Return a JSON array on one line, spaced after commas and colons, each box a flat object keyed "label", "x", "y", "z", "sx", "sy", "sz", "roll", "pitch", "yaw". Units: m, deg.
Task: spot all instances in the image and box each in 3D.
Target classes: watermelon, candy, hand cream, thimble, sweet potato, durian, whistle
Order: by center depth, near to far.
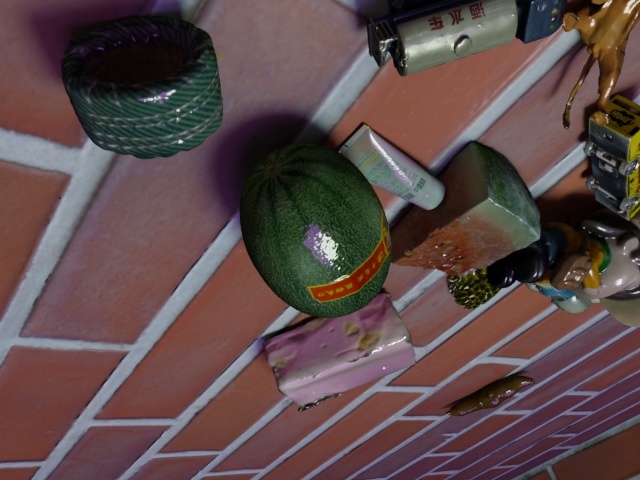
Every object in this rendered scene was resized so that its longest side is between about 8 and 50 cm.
[{"label": "thimble", "x": -0.160, "y": -0.140, "z": 0.559, "sx": 0.135, "sy": 0.118, "sz": 0.090, "roll": -12, "pitch": 144, "yaw": -10}, {"label": "hand cream", "x": 0.097, "y": -0.094, "z": 0.819, "sx": 0.174, "sy": 0.047, "sz": 0.076, "roll": 23, "pitch": 129, "yaw": -34}, {"label": "watermelon", "x": 0.206, "y": -0.012, "z": 0.935, "sx": 0.193, "sy": 0.139, "sz": 0.257, "roll": 25, "pitch": 135, "yaw": -36}, {"label": "durian", "x": 0.302, "y": 0.055, "z": 1.113, "sx": 0.100, "sy": 0.086, "sz": 0.215, "roll": -33, "pitch": 168, "yaw": -48}, {"label": "candy", "x": 0.041, "y": 0.211, "z": 1.143, "sx": 0.265, "sy": 0.115, "sz": 0.155, "roll": -22, "pitch": 145, "yaw": 5}, {"label": "whistle", "x": 0.487, "y": 0.091, "z": 1.235, "sx": 0.114, "sy": 0.077, "sz": 0.236, "roll": -12, "pitch": 151, "yaw": 44}, {"label": "sweet potato", "x": 0.483, "y": 0.452, "z": 1.738, "sx": 0.274, "sy": 0.067, "sz": 0.067, "roll": -31, "pitch": 144, "yaw": 17}]

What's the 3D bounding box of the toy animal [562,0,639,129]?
[{"label": "toy animal", "x": 0.335, "y": -0.238, "z": 0.701, "sx": 0.116, "sy": 0.114, "sz": 0.255, "roll": -51, "pitch": 169, "yaw": -36}]

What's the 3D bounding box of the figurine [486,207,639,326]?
[{"label": "figurine", "x": 0.449, "y": 0.016, "z": 1.025, "sx": 0.332, "sy": 0.204, "sz": 0.185, "roll": 18, "pitch": 164, "yaw": -21}]

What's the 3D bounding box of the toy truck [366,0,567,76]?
[{"label": "toy truck", "x": 0.147, "y": -0.228, "z": 0.611, "sx": 0.202, "sy": 0.088, "sz": 0.074, "roll": -18, "pitch": 144, "yaw": -3}]

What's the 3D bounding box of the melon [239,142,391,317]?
[{"label": "melon", "x": 0.000, "y": 0.000, "z": 0.773, "sx": 0.182, "sy": 0.182, "sz": 0.287, "roll": -21, "pitch": 144, "yaw": 3}]

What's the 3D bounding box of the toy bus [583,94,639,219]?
[{"label": "toy bus", "x": 0.452, "y": -0.119, "z": 0.915, "sx": 0.074, "sy": 0.081, "sz": 0.226, "roll": -45, "pitch": 141, "yaw": -2}]
